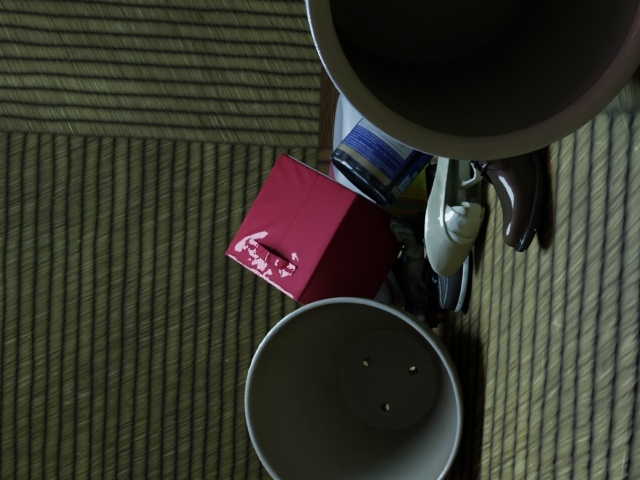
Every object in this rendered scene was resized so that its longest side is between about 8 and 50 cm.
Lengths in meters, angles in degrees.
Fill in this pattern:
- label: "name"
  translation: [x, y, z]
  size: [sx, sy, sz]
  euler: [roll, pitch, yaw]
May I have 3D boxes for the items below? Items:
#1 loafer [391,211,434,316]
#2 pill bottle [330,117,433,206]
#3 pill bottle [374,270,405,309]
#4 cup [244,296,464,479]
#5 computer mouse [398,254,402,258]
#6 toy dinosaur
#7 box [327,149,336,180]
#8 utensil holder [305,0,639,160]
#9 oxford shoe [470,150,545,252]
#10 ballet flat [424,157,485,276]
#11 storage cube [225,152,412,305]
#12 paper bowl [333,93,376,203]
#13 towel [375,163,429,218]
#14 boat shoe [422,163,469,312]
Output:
- label: "loafer"
  translation: [0.157, 0.052, 1.822]
  size: [0.076, 0.078, 0.223]
  euler: [-98, 13, -61]
- label: "pill bottle"
  translation: [0.128, -0.169, 1.606]
  size: [0.219, 0.123, 0.123]
  euler: [-49, 6, -3]
- label: "pill bottle"
  translation: [0.092, 0.094, 1.924]
  size: [0.221, 0.121, 0.121]
  euler: [-19, -66, -71]
- label: "cup"
  translation: [0.080, 0.238, 1.646]
  size: [0.237, 0.331, 0.331]
  euler: [-12, -74, -71]
- label: "computer mouse"
  translation: [0.140, 0.092, 2.118]
  size: [0.242, 0.041, 0.071]
  euler: [104, 168, -57]
- label: "toy dinosaur"
  translation: [0.166, 0.077, 1.722]
  size: [0.118, 0.064, 0.268]
  euler: [49, 157, 46]
- label: "box"
  translation: [0.087, -0.070, 2.255]
  size: [0.123, 0.128, 0.257]
  euler: [100, 170, -51]
- label: "utensil holder"
  translation: [0.134, -0.291, 1.108]
  size: [0.385, 0.327, 0.328]
  euler: [-103, 17, -70]
- label: "oxford shoe"
  translation: [0.218, -0.093, 1.291]
  size: [0.083, 0.096, 0.227]
  euler: [113, 157, -66]
- label: "ballet flat"
  translation: [0.202, -0.070, 1.526]
  size: [0.086, 0.086, 0.248]
  euler: [-176, 89, -83]
- label: "storage cube"
  translation: [0.000, 0.000, 1.731]
  size: [0.183, 0.215, 0.193]
  euler: [31, 93, 37]
- label: "paper bowl"
  translation: [0.106, -0.200, 2.067]
  size: [0.284, 0.148, 0.284]
  euler: [-178, 90, -85]
- label: "towel"
  translation: [0.148, -0.125, 1.880]
  size: [0.021, 0.102, 0.237]
  euler: [164, 109, -68]
- label: "boat shoe"
  translation: [0.189, -0.004, 1.614]
  size: [0.081, 0.068, 0.228]
  euler: [160, 112, -83]
